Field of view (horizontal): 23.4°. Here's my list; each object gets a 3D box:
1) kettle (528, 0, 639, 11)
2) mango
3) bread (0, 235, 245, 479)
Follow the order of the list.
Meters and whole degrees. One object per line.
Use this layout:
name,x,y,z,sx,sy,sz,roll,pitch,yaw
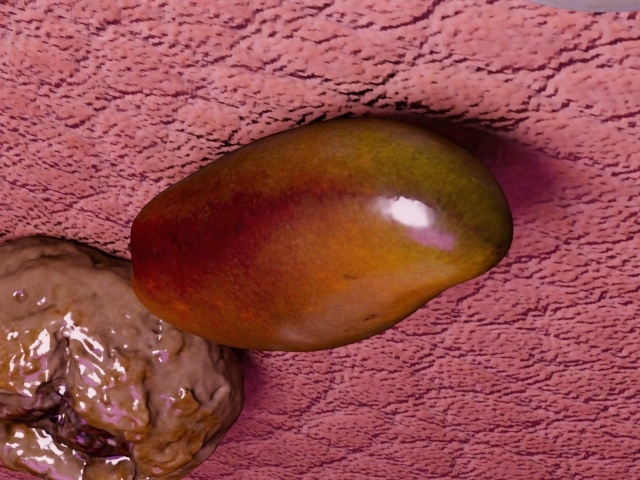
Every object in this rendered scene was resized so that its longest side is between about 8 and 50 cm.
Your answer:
kettle,0.033,-0.192,0.446,0.160,0.243,0.211,-32,115,-1
mango,0.000,0.000,0.859,0.267,0.111,0.133,-14,119,44
bread,-0.171,0.099,1.098,0.230,0.123,0.230,17,148,11
